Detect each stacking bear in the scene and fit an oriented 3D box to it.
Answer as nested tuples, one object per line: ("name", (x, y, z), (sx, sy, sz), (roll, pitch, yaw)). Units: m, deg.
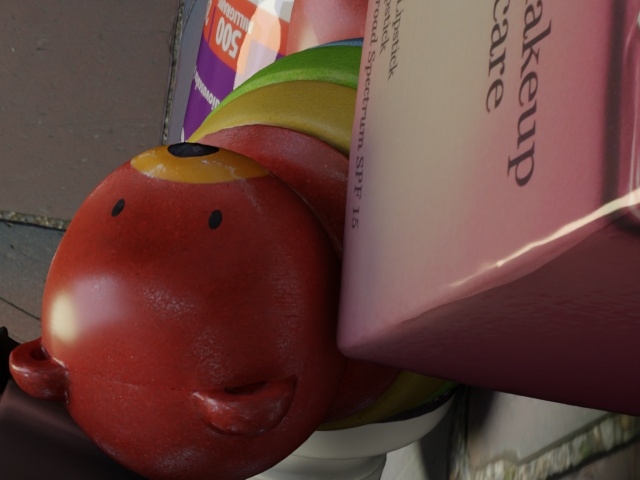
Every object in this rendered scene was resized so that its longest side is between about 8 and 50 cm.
("stacking bear", (0.000, 0.000, 0.730), (0.289, 0.175, 0.164), (-33, -48, -56))

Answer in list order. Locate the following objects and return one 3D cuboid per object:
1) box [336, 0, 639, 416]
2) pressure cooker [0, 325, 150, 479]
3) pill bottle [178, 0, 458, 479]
("box", (0.110, -0.044, 0.557), (0.232, 0.127, 0.148), (147, 133, -63))
("pressure cooker", (-0.129, 0.238, 0.710), (0.375, 0.420, 0.370), (-65, 9, 0))
("pill bottle", (0.007, -0.012, 1.000), (0.181, 0.181, 0.323), (-104, 26, -64))
